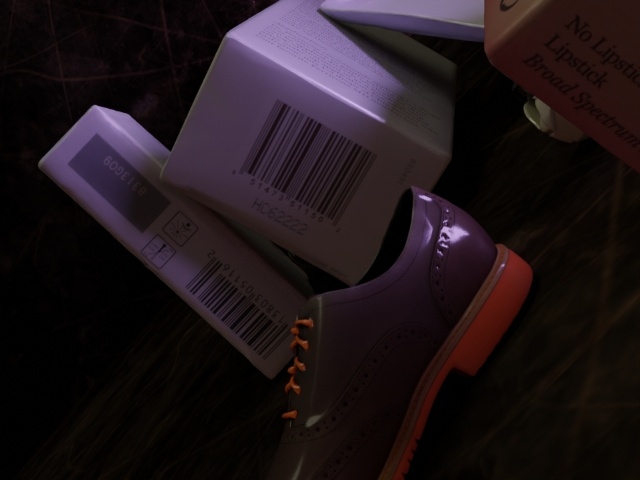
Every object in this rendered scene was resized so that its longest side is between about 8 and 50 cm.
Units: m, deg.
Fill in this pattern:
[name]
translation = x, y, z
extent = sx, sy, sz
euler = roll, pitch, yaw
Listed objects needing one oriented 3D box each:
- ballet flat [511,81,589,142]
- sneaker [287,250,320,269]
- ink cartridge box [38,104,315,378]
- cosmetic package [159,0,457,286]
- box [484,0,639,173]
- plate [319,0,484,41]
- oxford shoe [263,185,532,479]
[ballet flat]
translation = 0.182, -0.108, 0.670
extent = 0.074, 0.074, 0.203
euler = -47, 14, 10
[sneaker]
translation = 0.000, 0.000, 1.072
extent = 0.106, 0.078, 0.234
euler = -49, 4, 20
[ink cartridge box]
translation = -0.147, -0.014, 1.061
extent = 0.091, 0.308, 0.385
euler = -47, 8, 0
[cosmetic package]
translation = 0.014, -0.142, 1.017
extent = 0.162, 0.230, 0.453
euler = -60, 2, 23
[box]
translation = 0.192, -0.135, 0.341
extent = 0.232, 0.148, 0.127
euler = -41, 27, 41
[plate]
translation = 0.183, -0.286, 1.005
extent = 0.277, 0.045, 0.278
euler = -37, 36, -26
[oxford shoe]
translation = 0.008, 0.087, 0.514
extent = 0.271, 0.098, 0.097
euler = -52, 9, -24
